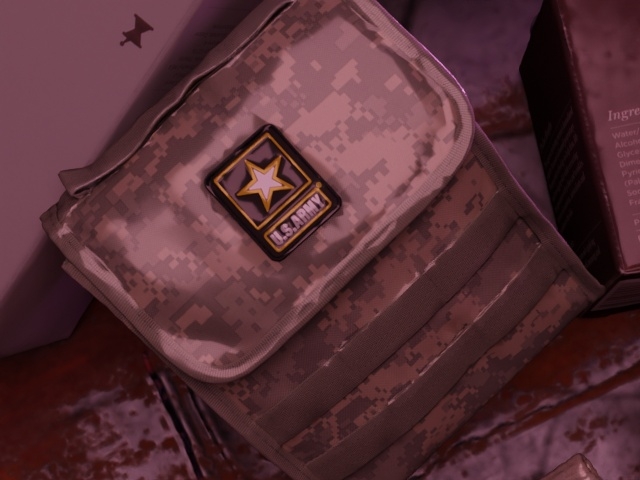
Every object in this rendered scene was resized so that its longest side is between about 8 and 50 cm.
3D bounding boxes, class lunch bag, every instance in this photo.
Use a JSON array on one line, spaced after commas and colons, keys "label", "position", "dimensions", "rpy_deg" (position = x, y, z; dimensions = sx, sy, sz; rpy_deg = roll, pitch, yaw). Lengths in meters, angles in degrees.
[{"label": "lunch bag", "position": [0.000, 0.000, 0.862], "dimensions": [0.235, 0.169, 0.287], "rpy_deg": [-44, 124, -1]}]

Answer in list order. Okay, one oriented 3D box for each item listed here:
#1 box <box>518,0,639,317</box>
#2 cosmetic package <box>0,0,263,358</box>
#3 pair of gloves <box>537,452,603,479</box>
[{"label": "box", "position": [0.246, -0.070, 0.950], "dimensions": [0.167, 0.168, 0.203], "rpy_deg": [-10, 78, -1]}, {"label": "cosmetic package", "position": [-0.180, -0.127, 0.905], "dimensions": [0.217, 0.156, 0.385], "rpy_deg": [39, 107, 12]}, {"label": "pair of gloves", "position": [0.139, 0.284, 0.896], "dimensions": [0.204, 0.042, 0.240], "rpy_deg": [-31, 75, 24]}]
